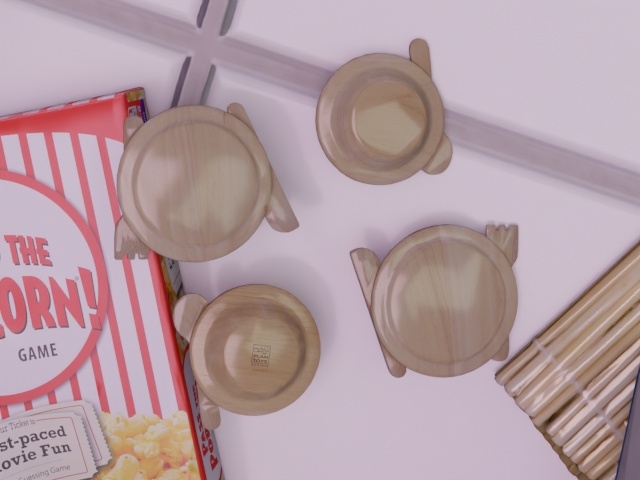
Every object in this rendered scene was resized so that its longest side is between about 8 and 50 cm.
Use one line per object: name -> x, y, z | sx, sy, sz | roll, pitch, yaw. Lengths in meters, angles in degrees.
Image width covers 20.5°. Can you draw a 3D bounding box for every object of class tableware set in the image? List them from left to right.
tableware set -> 0.000, 0.000, 0.730 | 0.168, 0.020, 0.141 | -15, 98, -11

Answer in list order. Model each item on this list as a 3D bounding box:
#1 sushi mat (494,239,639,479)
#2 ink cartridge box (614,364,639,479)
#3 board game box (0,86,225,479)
sushi mat -> 0.232, 0.008, 0.724 | 0.151, 0.019, 0.316 | 45, 100, -2
ink cartridge box -> 0.294, 0.225, 0.663 | 0.394, 0.166, 0.286 | 10, 101, 2
board game box -> -0.130, 0.043, 0.759 | 0.146, 0.045, 0.194 | -11, 96, 8
